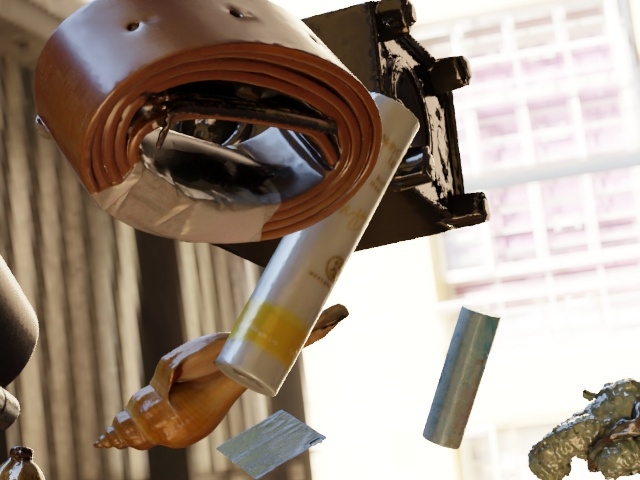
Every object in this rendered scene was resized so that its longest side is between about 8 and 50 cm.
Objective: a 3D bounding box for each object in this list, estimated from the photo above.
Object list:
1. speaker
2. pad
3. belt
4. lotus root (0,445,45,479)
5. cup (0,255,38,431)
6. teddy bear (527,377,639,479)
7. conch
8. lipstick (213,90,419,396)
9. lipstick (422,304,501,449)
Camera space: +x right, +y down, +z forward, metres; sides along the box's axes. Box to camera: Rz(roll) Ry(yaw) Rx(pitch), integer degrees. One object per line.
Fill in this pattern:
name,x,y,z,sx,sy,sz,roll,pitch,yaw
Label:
speaker,0.006,-0.098,1.580,0.232,0.254,0.184,28,-128,-64
pad,-0.071,0.283,2.312,0.004,0.116,0.193,66,164,-15
belt,-0.080,-0.088,1.206,0.261,0.184,0.105,4,-144,-41
lotus root,-0.350,0.310,1.874,0.063,0.072,0.152,72,-149,-71
cup,-0.376,0.085,1.581,0.177,0.166,0.239,63,-161,-46
teddy bear,0.310,0.181,1.541,0.133,0.213,0.111,-30,-57,-57
conch,-0.118,0.152,1.912,0.109,0.330,0.093,61,169,-15
lipstick,0.000,0.000,1.349,0.264,0.059,0.059,-61,-28,-16
lipstick,0.158,0.153,1.853,0.048,0.048,0.158,-10,-63,-75
